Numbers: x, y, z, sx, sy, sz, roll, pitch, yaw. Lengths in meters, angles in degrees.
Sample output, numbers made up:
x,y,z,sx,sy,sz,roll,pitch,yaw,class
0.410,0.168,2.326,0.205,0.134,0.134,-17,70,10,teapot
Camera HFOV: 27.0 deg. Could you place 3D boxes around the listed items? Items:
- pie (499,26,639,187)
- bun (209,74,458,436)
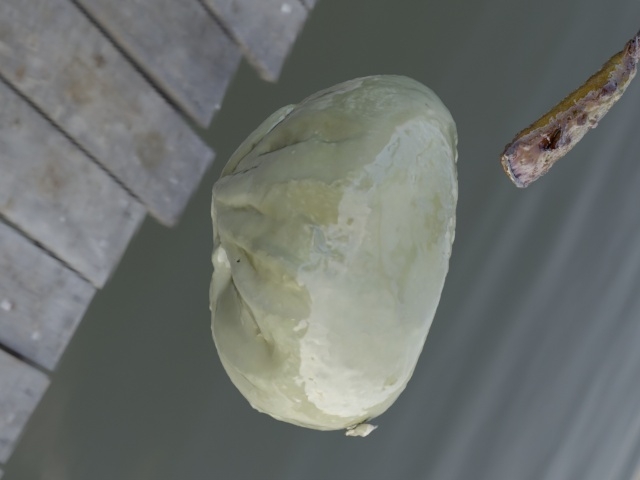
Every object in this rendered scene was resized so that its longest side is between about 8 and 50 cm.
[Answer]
x,y,z,sx,sy,sz,roll,pitch,yaw,class
0.216,-0.101,1.115,0.191,0.033,0.088,-41,160,-20,pie
0.000,0.000,0.901,0.259,0.160,0.259,-164,-90,-84,bun
